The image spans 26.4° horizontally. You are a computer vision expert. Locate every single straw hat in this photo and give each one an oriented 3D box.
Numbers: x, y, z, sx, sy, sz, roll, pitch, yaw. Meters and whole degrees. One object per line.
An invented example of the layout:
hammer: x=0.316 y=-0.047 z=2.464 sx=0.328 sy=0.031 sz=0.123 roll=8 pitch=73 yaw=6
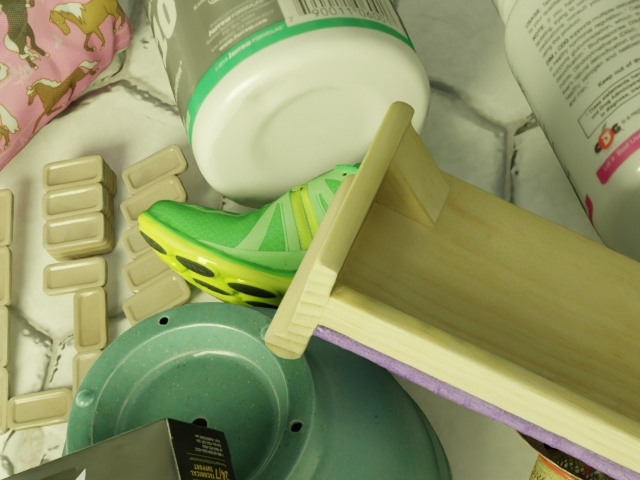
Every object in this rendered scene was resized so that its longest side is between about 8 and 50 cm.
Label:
straw hat: x=0.185 y=0.170 z=0.965 sx=0.144 sy=0.144 sz=0.061 roll=34 pitch=113 yaw=31

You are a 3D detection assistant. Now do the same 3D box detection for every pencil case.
pencil case: x=-0.343 y=-0.119 z=1.253 sx=0.167 sy=0.160 sz=0.386 roll=36 pitch=73 yaw=20

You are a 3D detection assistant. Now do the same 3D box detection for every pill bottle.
pill bottle: x=0.244 y=-0.137 z=1.092 sx=0.160 sy=0.160 sz=0.283 roll=-22 pitch=55 yaw=2
pill bottle: x=-0.054 y=-0.220 z=1.205 sx=0.204 sy=0.204 sz=0.361 roll=-22 pitch=55 yaw=2

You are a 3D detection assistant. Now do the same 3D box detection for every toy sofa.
toy sofa: x=0.157 y=0.078 z=0.891 sx=0.363 sy=0.177 sz=0.150 roll=25 pitch=55 yaw=1

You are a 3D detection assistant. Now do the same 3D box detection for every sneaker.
sneaker: x=0.000 y=0.000 z=1.106 sx=0.296 sy=0.109 sz=0.123 roll=8 pitch=69 yaw=10

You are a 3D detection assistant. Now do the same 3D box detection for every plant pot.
plant pot: x=-0.065 y=0.163 z=0.966 sx=0.293 sy=0.196 sz=0.293 roll=-8 pitch=56 yaw=12

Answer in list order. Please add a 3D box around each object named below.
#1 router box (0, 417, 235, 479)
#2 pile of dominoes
router box: x=-0.177 y=0.271 z=0.810 sx=0.309 sy=0.081 sz=0.242 roll=-22 pitch=69 yaw=16
pile of dominoes: x=-0.202 y=0.043 z=1.194 sx=0.196 sy=0.040 sz=0.251 roll=-10 pitch=64 yaw=10
